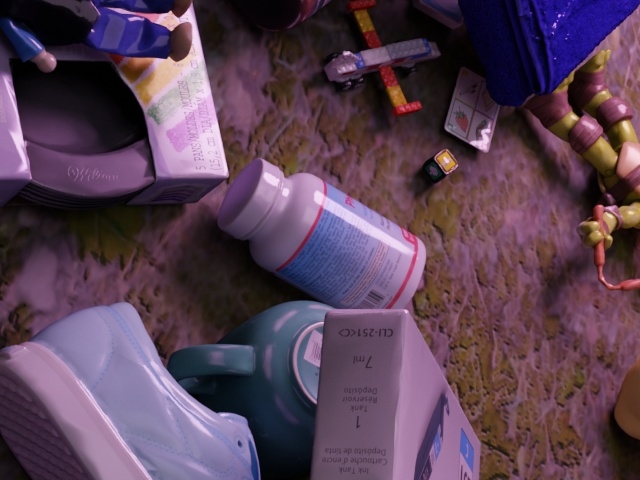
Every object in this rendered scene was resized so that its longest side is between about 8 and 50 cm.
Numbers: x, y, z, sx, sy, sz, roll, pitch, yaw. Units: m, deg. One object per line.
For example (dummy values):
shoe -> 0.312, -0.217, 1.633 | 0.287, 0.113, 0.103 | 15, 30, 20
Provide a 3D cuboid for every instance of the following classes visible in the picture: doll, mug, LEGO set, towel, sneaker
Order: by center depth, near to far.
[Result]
sneaker -> -0.081, 0.199, 1.318 | 0.150, 0.135, 0.366 | -35, 92, -31
doll -> -0.190, -0.188, 1.386 | 0.189, 0.046, 0.129 | 8, 75, -24
mug -> -0.025, 0.116, 1.418 | 0.158, 0.097, 0.129 | -23, 84, -39
towel -> 0.201, -0.293, 1.612 | 0.227, 0.076, 0.308 | -41, 131, -25
LEGO set -> 0.103, -0.176, 1.659 | 0.182, 0.060, 0.244 | 28, 57, -17

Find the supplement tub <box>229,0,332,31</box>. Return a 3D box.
supplement tub -> 0.005, -0.269, 1.596 | 0.106, 0.106, 0.198 | 52, 53, -4

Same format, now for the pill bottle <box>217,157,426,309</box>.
pill bottle -> 0.000, 0.000, 1.492 | 0.160, 0.087, 0.087 | 31, 56, -21

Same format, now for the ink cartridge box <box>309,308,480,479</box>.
ink cartridge box -> 0.053, 0.223, 1.324 | 0.296, 0.066, 0.261 | 58, 35, -61

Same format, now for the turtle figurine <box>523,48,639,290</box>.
turtle figurine -> 0.301, -0.071, 1.728 | 0.269, 0.087, 0.217 | -31, 82, -30

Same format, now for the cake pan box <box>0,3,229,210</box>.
cake pan box -> -0.210, -0.147, 1.428 | 0.246, 0.070, 0.267 | -1, 71, -32

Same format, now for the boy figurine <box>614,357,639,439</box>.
boy figurine -> 0.392, 0.195, 1.661 | 0.285, 0.092, 0.177 | 29, 31, -19
